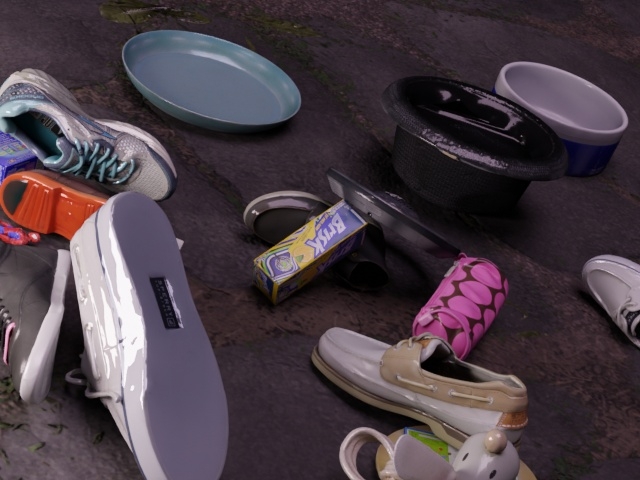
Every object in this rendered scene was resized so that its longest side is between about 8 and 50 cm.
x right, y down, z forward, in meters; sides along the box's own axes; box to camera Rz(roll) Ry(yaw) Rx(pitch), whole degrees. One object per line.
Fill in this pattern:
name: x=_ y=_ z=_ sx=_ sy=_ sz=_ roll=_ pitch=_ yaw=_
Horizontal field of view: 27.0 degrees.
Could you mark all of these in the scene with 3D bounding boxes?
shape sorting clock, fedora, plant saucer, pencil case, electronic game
shape sorting clock: x=0.167 y=0.289 z=1.622 sx=0.206 sy=0.040 sz=0.206 roll=12 pitch=21 yaw=-5
fedora: x=0.243 y=-0.145 z=2.254 sx=0.334 sy=0.152 sz=0.334 roll=16 pitch=31 yaw=-10
plant saucer: x=-0.190 y=-0.268 z=2.297 sx=0.318 sy=0.043 sz=0.317 roll=15 pitch=31 yaw=-9
pencil case: x=0.196 y=0.097 z=1.901 sx=0.098 sy=0.095 sz=0.209 roll=60 pitch=29 yaw=-10
electronic game: x=0.107 y=-0.042 z=1.954 sx=0.229 sy=0.048 sz=0.229 roll=32 pitch=3 yaw=-2

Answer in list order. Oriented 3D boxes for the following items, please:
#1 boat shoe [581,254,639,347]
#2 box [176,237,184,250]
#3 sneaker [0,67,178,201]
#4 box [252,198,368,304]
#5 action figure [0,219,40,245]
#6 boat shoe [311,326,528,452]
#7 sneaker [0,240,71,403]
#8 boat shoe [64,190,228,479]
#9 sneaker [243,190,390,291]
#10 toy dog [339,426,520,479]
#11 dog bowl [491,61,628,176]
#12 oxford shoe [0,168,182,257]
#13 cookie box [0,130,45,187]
boat shoe: x=0.500 y=0.113 z=2.058 sx=0.258 sy=0.095 sz=0.084 roll=37 pitch=30 yaw=28
box: x=-0.239 y=0.045 z=1.705 sx=0.087 sy=0.101 sz=0.102 roll=23 pitch=30 yaw=3
sneaker: x=-0.336 y=-0.122 z=1.876 sx=0.283 sy=0.110 sz=0.122 roll=29 pitch=27 yaw=-12
box: x=-0.014 y=0.015 z=1.863 sx=0.169 sy=0.059 sz=0.054 roll=-35 pitch=68 yaw=-25
action figure: x=-0.427 y=-0.013 z=1.759 sx=0.115 sy=0.030 sz=0.038 roll=13 pitch=26 yaw=-17
boat shoe: x=0.130 y=0.169 z=1.699 sx=0.302 sy=0.103 sz=0.113 roll=24 pitch=23 yaw=24
sneaker: x=-0.376 y=0.090 z=1.558 sx=0.147 sy=0.104 sz=0.295 roll=11 pitch=26 yaw=-13
boat shoe: x=-0.224 y=0.138 z=1.535 sx=0.136 sy=0.156 sz=0.367 roll=1 pitch=65 yaw=-49
sneaker: x=0.000 y=0.000 z=1.943 sx=0.222 sy=0.083 sz=0.118 roll=12 pitch=32 yaw=-17
toy dog: x=0.120 y=0.296 z=1.420 sx=0.220 sy=0.161 sz=0.333 roll=15 pitch=42 yaw=1
dog bowl: x=0.452 y=-0.237 z=2.579 sx=0.265 sy=0.104 sz=0.265 roll=16 pitch=31 yaw=-10
oxford shoe: x=-0.295 y=-0.032 z=1.806 sx=0.271 sy=0.097 sz=0.098 roll=28 pitch=25 yaw=11
cookie box: x=-0.460 y=-0.128 z=1.907 sx=0.107 sy=0.040 sz=0.092 roll=33 pitch=31 yaw=19
